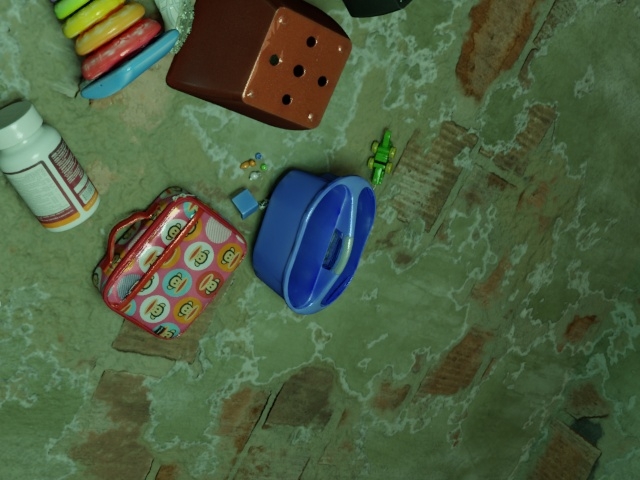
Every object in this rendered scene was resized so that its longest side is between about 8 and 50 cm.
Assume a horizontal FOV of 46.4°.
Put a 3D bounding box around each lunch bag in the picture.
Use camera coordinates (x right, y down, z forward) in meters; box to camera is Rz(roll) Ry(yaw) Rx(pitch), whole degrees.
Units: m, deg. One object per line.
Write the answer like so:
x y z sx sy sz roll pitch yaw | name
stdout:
-0.325 0.038 1.568 0.293 0.120 0.258 -51 126 -3 | lunch bag

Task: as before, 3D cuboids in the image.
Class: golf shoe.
-0.278 -0.439 1.386 0.085 0.069 0.176 15 103 4 | golf shoe

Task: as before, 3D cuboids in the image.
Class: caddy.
0.000 0.000 1.689 0.241 0.179 0.342 0 115 -48 | caddy

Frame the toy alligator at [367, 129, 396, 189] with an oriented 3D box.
0.146 -0.177 1.812 0.051 0.056 0.190 -42 147 -66 | toy alligator

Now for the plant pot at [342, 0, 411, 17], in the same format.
0.136 -0.572 1.523 0.188 0.167 0.187 -44 130 -8 | plant pot

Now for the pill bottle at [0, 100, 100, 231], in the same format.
-0.504 -0.132 1.349 0.121 0.121 0.221 -35 127 -14 | pill bottle

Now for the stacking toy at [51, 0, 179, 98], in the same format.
-0.402 -0.412 1.274 0.302 0.175 0.166 55 49 -22 | stacking toy

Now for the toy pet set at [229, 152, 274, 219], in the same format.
-0.143 -0.107 1.641 0.114 0.065 0.122 -36 128 -14 | toy pet set

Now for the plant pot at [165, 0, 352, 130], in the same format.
-0.096 -0.351 1.436 0.267 0.235 0.267 15 105 -39 | plant pot
